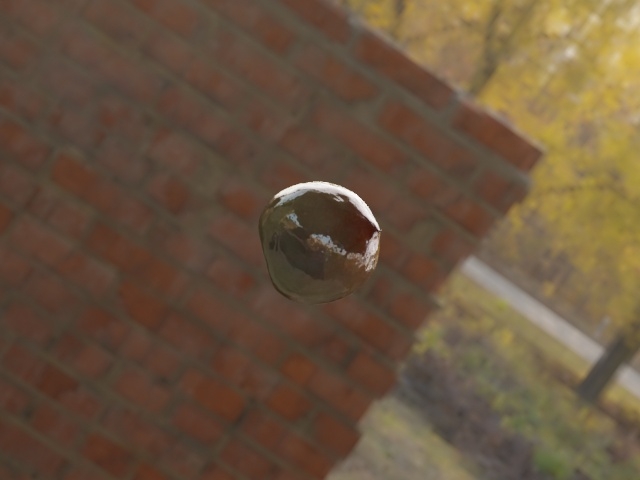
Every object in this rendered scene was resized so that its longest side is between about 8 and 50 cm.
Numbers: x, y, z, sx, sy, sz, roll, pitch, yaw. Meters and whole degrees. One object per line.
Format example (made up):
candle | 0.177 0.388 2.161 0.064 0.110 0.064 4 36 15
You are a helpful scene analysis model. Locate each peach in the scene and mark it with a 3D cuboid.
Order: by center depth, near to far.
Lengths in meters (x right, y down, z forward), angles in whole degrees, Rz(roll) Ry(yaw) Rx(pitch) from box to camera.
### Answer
peach | -0.001 0.001 1.205 0.083 0.083 0.083 35 5 -3
